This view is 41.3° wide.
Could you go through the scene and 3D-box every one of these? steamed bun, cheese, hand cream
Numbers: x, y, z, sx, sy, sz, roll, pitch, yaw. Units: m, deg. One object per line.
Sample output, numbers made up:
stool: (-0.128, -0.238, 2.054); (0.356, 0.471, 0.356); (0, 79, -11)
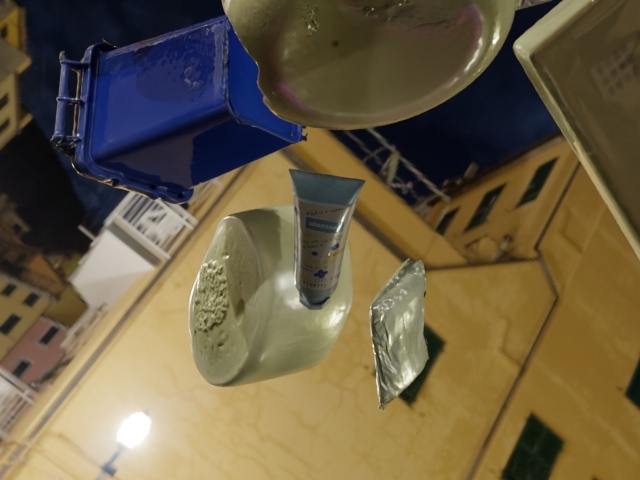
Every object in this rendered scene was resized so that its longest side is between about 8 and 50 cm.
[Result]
steamed bun: (-0.054, 0.079, 1.110); (0.155, 0.200, 0.250); (43, -55, 41)
cheese: (0.083, -0.163, 0.555); (0.286, 0.082, 0.163); (-17, -37, 9)
hand cream: (0.000, 0.000, 0.764); (0.065, 0.043, 0.170); (7, -42, 1)

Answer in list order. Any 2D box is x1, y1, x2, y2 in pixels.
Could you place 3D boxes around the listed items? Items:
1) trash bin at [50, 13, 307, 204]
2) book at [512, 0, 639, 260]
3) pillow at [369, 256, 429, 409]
trash bin: (-0.145, -0.144, 0.893); (0.234, 0.162, 0.184); (-11, -19, 38)
book: (0.247, -0.032, 0.395); (0.310, 0.217, 0.021); (52, -3, -22)
pillow: (0.135, 0.158, 1.426); (0.050, 0.148, 0.229); (20, -48, 39)
